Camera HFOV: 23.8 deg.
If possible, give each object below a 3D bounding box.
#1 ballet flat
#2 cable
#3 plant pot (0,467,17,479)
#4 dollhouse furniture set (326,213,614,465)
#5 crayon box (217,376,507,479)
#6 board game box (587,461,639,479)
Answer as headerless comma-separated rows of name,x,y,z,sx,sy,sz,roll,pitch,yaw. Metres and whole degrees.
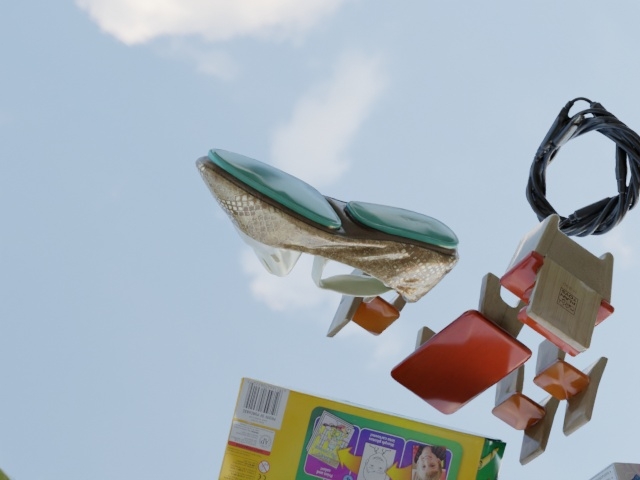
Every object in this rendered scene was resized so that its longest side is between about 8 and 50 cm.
ballet flat,0.000,0.000,0.998,0.206,0.067,0.073,19,-158,-28
cable,0.337,-0.080,1.931,0.150,0.184,0.047,38,-151,19
plant pot,-0.284,0.301,1.228,0.276,0.254,0.276,-8,-128,10
dollhouse furniture set,0.168,0.098,1.500,0.262,0.259,0.135,34,-134,-11
crayon box,0.035,0.253,1.566,0.081,0.278,0.165,23,-100,-68
board game box,0.297,0.458,1.695,0.066,0.318,0.318,8,-125,-29
